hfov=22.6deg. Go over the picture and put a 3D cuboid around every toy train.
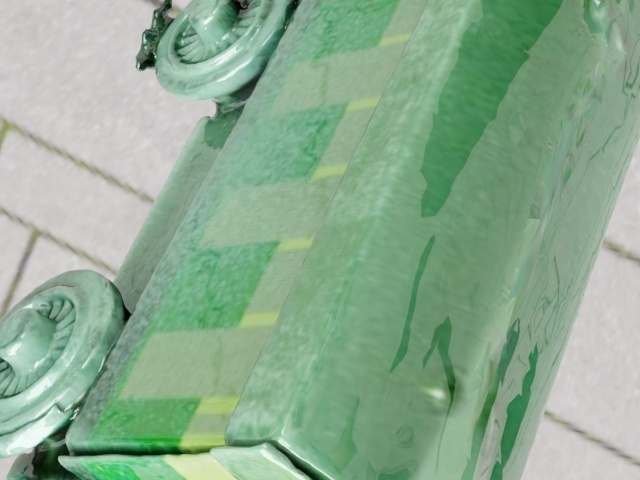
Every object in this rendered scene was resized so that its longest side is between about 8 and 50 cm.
[{"bbox_3d":[0.000,0.000,0.580,0.202,0.301,0.120,-7,136,41],"label":"toy train"}]
